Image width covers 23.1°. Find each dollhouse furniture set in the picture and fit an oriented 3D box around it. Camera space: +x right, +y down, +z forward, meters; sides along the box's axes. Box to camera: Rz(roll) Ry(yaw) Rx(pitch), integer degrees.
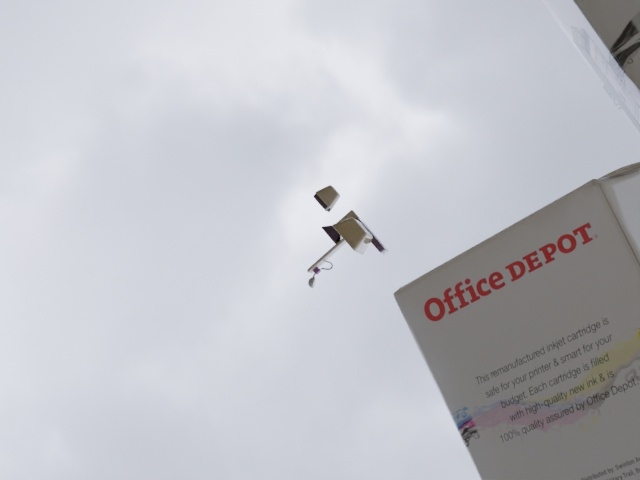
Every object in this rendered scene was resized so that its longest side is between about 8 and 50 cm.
[{"bbox_3d":[0.000,0.000,1.493,0.081,0.114,0.091,-41,-99,4],"label":"dollhouse furniture set"}]

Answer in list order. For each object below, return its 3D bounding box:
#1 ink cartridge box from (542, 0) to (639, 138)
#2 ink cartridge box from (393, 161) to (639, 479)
[{"bbox_3d":[0.296,-0.149,1.054,0.211,0.121,0.289,-33,-100,2],"label":"ink cartridge box"},{"bbox_3d":[0.195,0.084,0.942,0.171,0.168,0.233,-30,-99,41],"label":"ink cartridge box"}]
